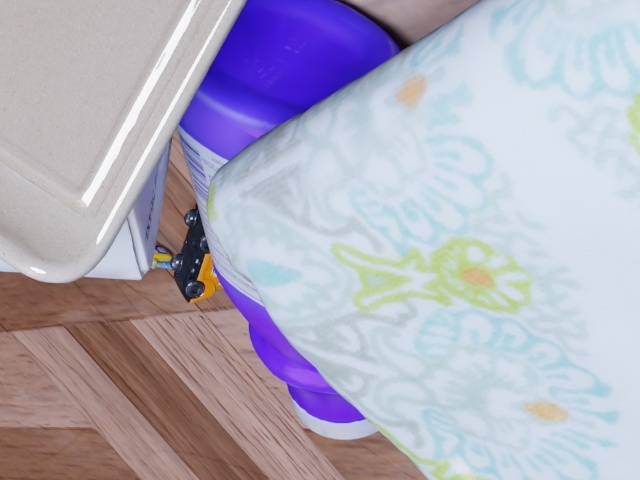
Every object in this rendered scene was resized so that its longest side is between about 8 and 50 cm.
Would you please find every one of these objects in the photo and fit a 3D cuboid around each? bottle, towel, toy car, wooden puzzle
[{"bbox_3d":[0.000,0.000,0.966,0.118,0.092,0.283,27,151,27],"label":"bottle"},{"bbox_3d":[0.166,0.057,0.742,0.374,0.090,0.320,46,138,-13],"label":"towel"},{"bbox_3d":[-0.079,0.000,1.162,0.041,0.060,0.122,6,-169,-27],"label":"toy car"},{"bbox_3d":[-0.127,-0.133,0.808,0.221,0.238,0.044,33,-175,18],"label":"wooden puzzle"}]

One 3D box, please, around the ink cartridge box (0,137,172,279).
[{"bbox_3d":[-0.174,-0.068,0.885,0.203,0.148,0.086,2,149,4],"label":"ink cartridge box"}]
